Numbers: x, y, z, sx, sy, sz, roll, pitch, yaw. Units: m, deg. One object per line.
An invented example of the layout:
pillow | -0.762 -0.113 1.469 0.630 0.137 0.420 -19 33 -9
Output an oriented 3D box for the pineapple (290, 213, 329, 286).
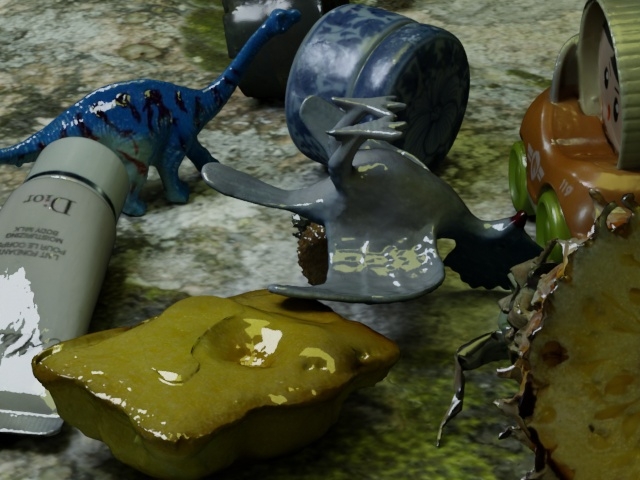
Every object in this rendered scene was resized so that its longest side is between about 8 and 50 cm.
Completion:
pineapple | 0.000 0.000 1.558 0.058 0.058 0.124 -6 18 -10

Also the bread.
bread | -0.065 0.100 1.333 0.233 0.088 0.160 -20 39 -36

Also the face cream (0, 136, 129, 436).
face cream | -0.221 0.040 1.463 0.143 0.089 0.314 4 40 10

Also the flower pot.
flower pot | -0.031 -0.198 1.827 0.106 0.157 0.157 -10 27 12

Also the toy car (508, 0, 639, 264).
toy car | 0.240 -0.096 1.545 0.145 0.235 0.235 -4 29 -6

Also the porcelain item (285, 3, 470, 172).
porcelain item | 0.054 -0.124 1.673 0.114 0.147 0.147 20 35 33

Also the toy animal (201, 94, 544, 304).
toy animal | 0.042 -0.021 1.471 0.255 0.176 0.239 -3 32 9

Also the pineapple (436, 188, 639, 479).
pineapple | 0.204 0.075 1.285 0.262 0.263 0.271 -8 6 -13

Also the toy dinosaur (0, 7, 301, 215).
toy dinosaur | -0.155 -0.085 1.645 0.329 0.144 0.076 -20 36 -8
